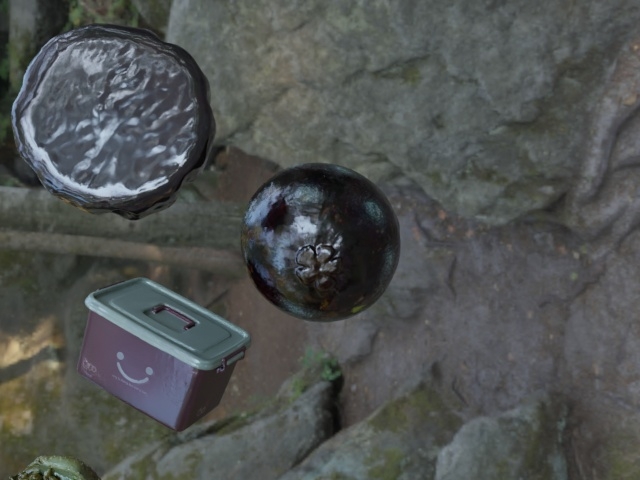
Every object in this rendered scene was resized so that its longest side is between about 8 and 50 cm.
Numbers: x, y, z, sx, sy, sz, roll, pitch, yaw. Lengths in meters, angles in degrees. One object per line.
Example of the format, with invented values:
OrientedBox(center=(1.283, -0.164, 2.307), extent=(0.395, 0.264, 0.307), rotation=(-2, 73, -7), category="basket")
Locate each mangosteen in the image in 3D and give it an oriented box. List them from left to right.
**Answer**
OrientedBox(center=(0.000, 0.000, 1.234), extent=(0.288, 0.288, 0.288), rotation=(-175, 90, -73), category="mangosteen")

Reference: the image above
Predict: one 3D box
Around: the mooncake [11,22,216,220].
OrientedBox(center=(-0.290, -0.169, 1.052), extent=(0.141, 0.283, 0.283), rotation=(124, 150, -87), category="mooncake")

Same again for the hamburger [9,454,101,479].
OrientedBox(center=(-0.505, 0.519, 1.403), extent=(0.122, 0.189, 0.215), rotation=(-64, -17, -54), category="hamburger")

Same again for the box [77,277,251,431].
OrientedBox(center=(-0.297, 0.209, 1.341), extent=(0.193, 0.294, 0.167), rotation=(-25, -42, -65), category="box")
